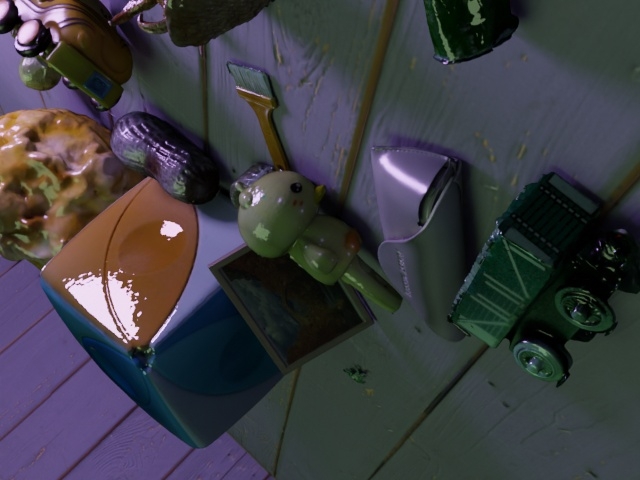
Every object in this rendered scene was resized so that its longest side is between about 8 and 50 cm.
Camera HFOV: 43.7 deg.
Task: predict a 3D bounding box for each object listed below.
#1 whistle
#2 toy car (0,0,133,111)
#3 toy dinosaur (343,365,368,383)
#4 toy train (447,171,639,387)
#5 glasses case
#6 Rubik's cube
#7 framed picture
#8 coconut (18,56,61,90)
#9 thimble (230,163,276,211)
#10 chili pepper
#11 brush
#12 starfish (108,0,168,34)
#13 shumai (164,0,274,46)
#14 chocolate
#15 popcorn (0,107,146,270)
[{"bbox_3d":[0.003,-0.010,1.165,0.294,0.141,0.141,24,155,2],"label":"whistle"},{"bbox_3d":[-0.393,-0.323,1.262,0.248,0.142,0.200,37,179,28],"label":"toy car"},{"bbox_3d":[0.076,0.273,1.585,0.083,0.021,0.062,24,156,48],"label":"toy dinosaur"},{"bbox_3d":[0.235,0.053,0.847,0.154,0.115,0.269,35,156,13],"label":"toy train"},{"bbox_3d":[0.124,0.012,1.004,0.128,0.083,0.308,28,151,34],"label":"glasses case"},{"bbox_3d":[-0.255,0.124,1.488,0.352,0.347,0.352,28,151,36],"label":"Rubik's cube"},{"bbox_3d":[-0.044,0.089,1.307,0.250,0.184,0.016,60,-178,-25],"label":"framed picture"},{"bbox_3d":[-0.554,-0.340,1.580,0.096,0.088,0.088,21,147,57],"label":"coconut"},{"bbox_3d":[-0.097,-0.072,1.269,0.084,0.062,0.110,39,156,12],"label":"thimble"},{"bbox_3d":[0.103,-0.261,0.639,0.059,0.088,0.227,14,132,47],"label":"chili pepper"},{"bbox_3d":[-0.076,-0.164,1.153,0.082,0.010,0.218,27,151,37],"label":"brush"},{"bbox_3d":[-0.260,-0.365,1.057,0.146,0.074,0.190,29,151,33],"label":"starfish"},{"bbox_3d":[-0.131,-0.306,0.917,0.116,0.145,0.145,63,161,17],"label":"shumai"},{"bbox_3d":[-0.277,-0.146,1.402,0.248,0.110,0.110,33,153,27],"label":"chocolate"},{"bbox_3d":[-0.526,-0.099,1.648,0.390,0.344,0.354,47,-145,-71],"label":"popcorn"}]
